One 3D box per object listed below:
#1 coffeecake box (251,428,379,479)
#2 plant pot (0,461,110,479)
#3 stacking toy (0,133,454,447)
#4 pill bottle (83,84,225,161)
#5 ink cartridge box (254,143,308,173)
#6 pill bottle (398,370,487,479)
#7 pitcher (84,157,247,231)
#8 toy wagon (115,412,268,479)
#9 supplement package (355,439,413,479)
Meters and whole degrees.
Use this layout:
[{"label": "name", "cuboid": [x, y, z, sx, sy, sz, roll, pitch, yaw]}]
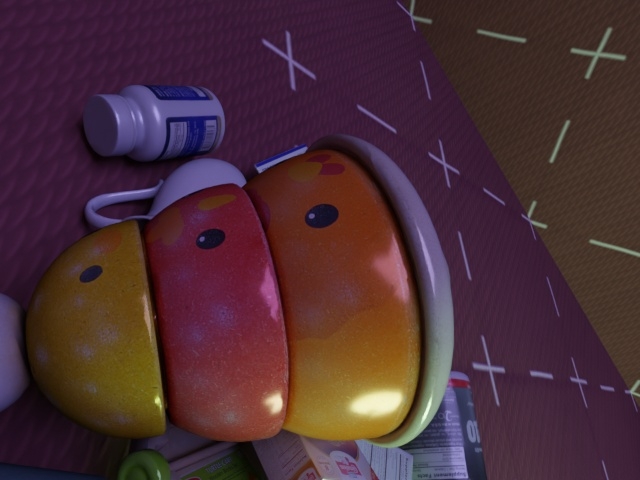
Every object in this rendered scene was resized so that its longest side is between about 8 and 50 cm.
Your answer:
[{"label": "coffeecake box", "cuboid": [-0.022, 0.263, 0.649, 0.142, 0.068, 0.185, 36, 10, -46]}, {"label": "plant pot", "cuboid": [-0.306, 0.264, 0.271, 0.334, 0.341, 0.340, 32, 47, -46]}, {"label": "stacking toy", "cuboid": [-0.148, 0.084, 0.481, 0.481, 0.350, 0.350, -9, 75, -24]}, {"label": "pill bottle", "cuboid": [-0.248, -0.178, 0.736, 0.187, 0.112, 0.111, -21, 86, -52]}, {"label": "ink cartridge box", "cuboid": [0.000, 0.000, 0.960, 0.176, 0.069, 0.370, -37, 101, -51]}, {"label": "pill bottle", "cuboid": [0.219, 0.400, 0.905, 0.161, 0.161, 0.283, 23, 54, -40]}, {"label": "pitcher", "cuboid": [-0.213, -0.050, 0.709, 0.178, 0.125, 0.207, 27, 38, 4]}, {"label": "toy wagon", "cuboid": [-0.125, 0.273, 0.584, 0.344, 0.068, 0.267, 45, 7, 21]}, {"label": "supplement package", "cuboid": [0.052, 0.370, 0.774, 0.179, 0.105, 0.105, 39, 44, -29]}]
